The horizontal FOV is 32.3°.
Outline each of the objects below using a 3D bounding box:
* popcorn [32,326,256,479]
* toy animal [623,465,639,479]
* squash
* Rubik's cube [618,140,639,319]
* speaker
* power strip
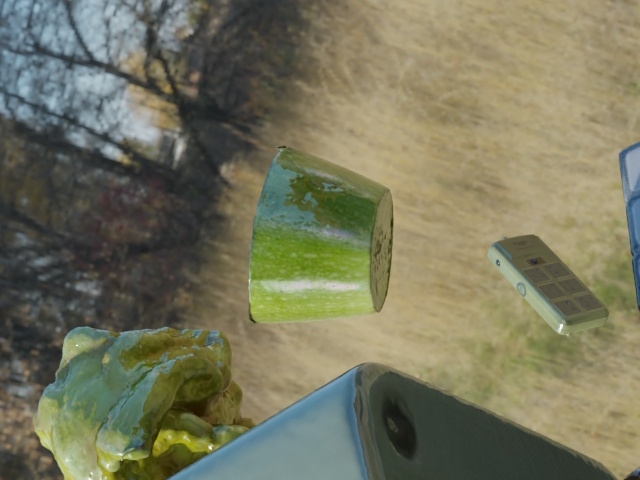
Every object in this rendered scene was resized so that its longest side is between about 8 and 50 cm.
[{"bbox_3d":[-0.203,0.229,1.362,0.326,0.321,0.290,60,-171,-68],"label":"popcorn"},{"bbox_3d":[0.228,0.249,0.691,0.157,0.097,0.313,-9,-77,-53],"label":"toy animal"},{"bbox_3d":[0.000,0.000,1.025,0.170,0.122,0.170,6,-90,-77],"label":"squash"},{"bbox_3d":[0.465,0.035,0.950,0.287,0.292,0.293,-26,54,41],"label":"Rubik's cube"},{"bbox_3d":[0.074,0.229,0.731,0.184,0.406,0.183,-30,56,24],"label":"speaker"},{"bbox_3d":[0.263,0.045,1.302,0.169,0.076,0.028,52,142,40],"label":"power strip"}]
